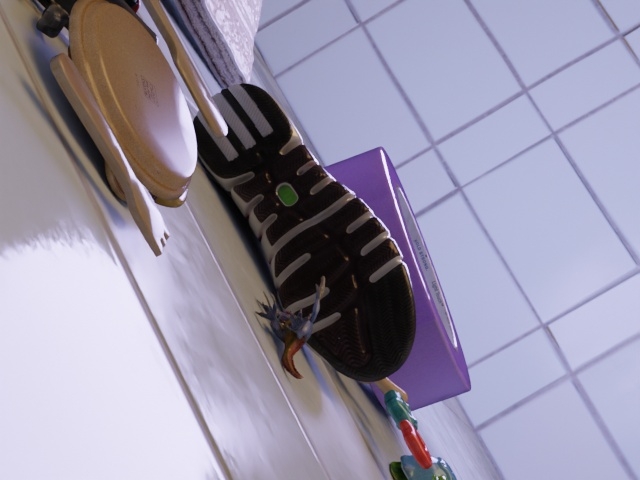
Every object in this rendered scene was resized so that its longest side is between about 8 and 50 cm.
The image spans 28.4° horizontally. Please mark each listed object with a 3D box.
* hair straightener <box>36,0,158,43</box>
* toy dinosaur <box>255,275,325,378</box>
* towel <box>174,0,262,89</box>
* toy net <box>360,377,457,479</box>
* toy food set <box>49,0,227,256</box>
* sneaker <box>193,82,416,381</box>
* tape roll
[{"bbox_3d":[-0.158,-0.164,0.730,0.089,0.047,0.230,62,5,32],"label":"hair straightener"},{"bbox_3d":[-0.025,0.066,0.923,0.082,0.047,0.090,72,23,-68],"label":"toy dinosaur"},{"bbox_3d":[-0.137,-0.339,1.585,0.282,0.049,0.187,61,29,-49],"label":"towel"},{"bbox_3d":[0.051,0.145,1.105,0.232,0.045,0.122,59,6,7],"label":"toy net"},{"bbox_3d":[-0.111,-0.073,0.717,0.132,0.039,0.192,63,16,-19],"label":"toy food set"},{"bbox_3d":[0.000,0.000,1.096,0.281,0.106,0.162,60,1,16],"label":"sneaker"},{"bbox_3d":[0.072,0.043,1.340,0.275,0.090,0.274,-20,90,-83],"label":"tape roll"}]
